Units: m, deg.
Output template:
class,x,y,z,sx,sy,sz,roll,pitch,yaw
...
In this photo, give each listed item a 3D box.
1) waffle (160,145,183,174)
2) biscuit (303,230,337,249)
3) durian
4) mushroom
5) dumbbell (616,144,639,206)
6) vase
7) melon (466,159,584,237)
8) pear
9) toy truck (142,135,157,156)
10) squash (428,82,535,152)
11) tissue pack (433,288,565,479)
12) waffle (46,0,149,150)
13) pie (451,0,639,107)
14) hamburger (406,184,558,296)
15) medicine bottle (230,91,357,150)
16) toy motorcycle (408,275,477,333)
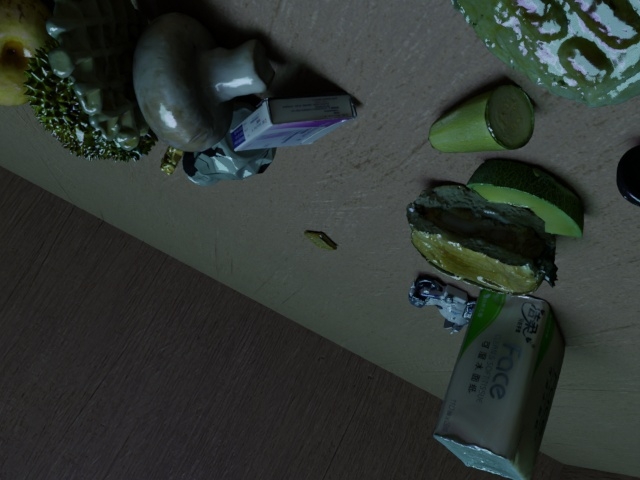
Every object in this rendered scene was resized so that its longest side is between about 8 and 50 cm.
class,x,y,z,sx,sy,sz,roll,pitch,yaw
waffle,-0.317,-0.231,1.381,0.038,0.191,0.191,28,162,-18
biscuit,0.000,0.000,1.799,0.081,0.018,0.083,6,152,48
durian,-0.442,-0.298,1.240,0.291,0.291,0.224,38,-158,-29
mushroom,-0.198,-0.276,1.054,0.243,0.243,0.243,24,161,9
dumbbell,0.451,-0.101,0.781,0.099,0.099,0.208,24,163,9
vase,-0.220,-0.199,1.365,0.165,0.165,0.360,34,165,-19
melon,0.367,-0.072,1.038,0.209,0.064,0.118,31,160,-20
pear,-0.671,-0.413,1.247,0.271,0.271,0.271,24,161,9
toy truck,-0.567,-0.341,1.453,0.367,0.146,0.175,24,165,4
squash,0.229,-0.171,0.945,0.094,0.094,0.224,33,167,-17
tissue pack,0.474,0.376,1.553,0.205,0.405,0.332,11,156,33
waffle,-0.352,-0.322,1.011,0.056,0.309,0.292,-4,151,10
pie,0.238,-0.267,0.532,0.306,0.071,0.306,21,134,23
hamburger,0.323,0.012,1.207,0.309,0.132,0.211,20,161,22
medicine bottle,-0.055,-0.217,1.116,0.171,0.052,0.201,-10,178,-28
toy motorcycle,0.346,0.180,1.701,0.221,0.102,0.150,25,141,-2
